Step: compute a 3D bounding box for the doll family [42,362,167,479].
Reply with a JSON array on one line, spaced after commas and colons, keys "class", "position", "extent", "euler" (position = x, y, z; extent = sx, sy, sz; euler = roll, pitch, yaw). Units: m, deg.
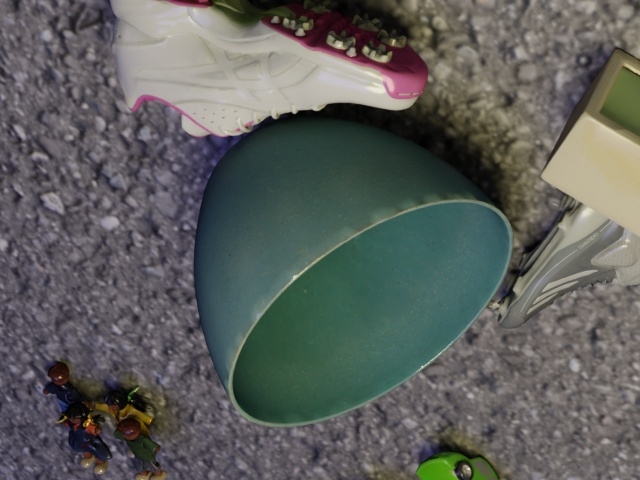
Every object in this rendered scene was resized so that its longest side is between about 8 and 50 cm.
[{"class": "doll family", "position": [-0.249, 0.205, 2.076], "extent": [0.193, 0.076, 0.111], "euler": [6, 135, 28]}]

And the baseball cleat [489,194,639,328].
[{"class": "baseball cleat", "position": [0.235, 0.030, 1.658], "extent": [0.109, 0.072, 0.206], "euler": [26, 140, -3]}]

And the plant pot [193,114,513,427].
[{"class": "plant pot", "position": [0.000, 0.000, 1.647], "extent": [0.195, 0.290, 0.290], "euler": [55, 145, 30]}]

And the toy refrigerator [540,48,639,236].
[{"class": "toy refrigerator", "position": [0.331, -0.041, 1.519], "extent": [0.269, 0.102, 0.094], "euler": [32, 136, 1]}]

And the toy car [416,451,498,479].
[{"class": "toy car", "position": [0.195, 0.293, 1.924], "extent": [0.225, 0.053, 0.239], "euler": [46, 134, -13]}]

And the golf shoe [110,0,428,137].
[{"class": "golf shoe", "position": [-0.050, -0.148, 1.608], "extent": [0.306, 0.115, 0.140], "euler": [18, 114, 24]}]
